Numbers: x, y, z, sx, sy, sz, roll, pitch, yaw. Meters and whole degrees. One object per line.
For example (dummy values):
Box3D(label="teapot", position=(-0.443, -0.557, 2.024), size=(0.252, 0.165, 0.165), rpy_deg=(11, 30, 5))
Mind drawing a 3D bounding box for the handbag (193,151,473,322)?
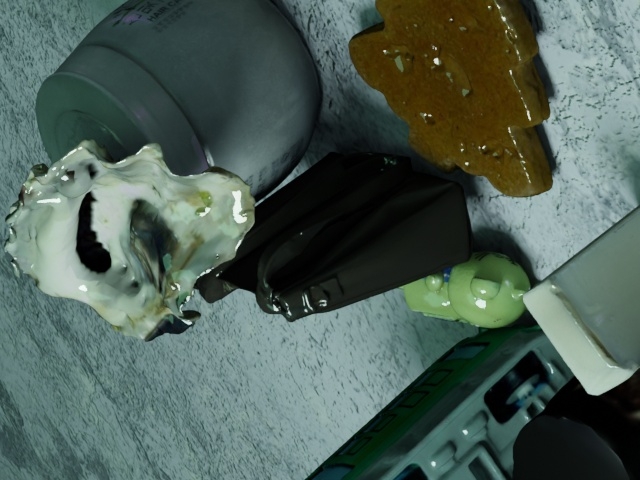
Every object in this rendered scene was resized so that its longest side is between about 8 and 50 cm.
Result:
Box3D(label="handbag", position=(0.000, -0.001, 2.035), size=(0.285, 0.257, 0.113), rpy_deg=(17, 132, 59))

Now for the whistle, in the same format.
Box3D(label="whistle", position=(0.148, 0.048, 2.063), size=(0.227, 0.105, 0.085), rpy_deg=(8, 85, 50))

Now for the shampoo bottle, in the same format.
Box3D(label="shampoo bottle", position=(-0.160, -0.147, 2.125), size=(0.273, 0.266, 0.273), rpy_deg=(32, 142, 30))

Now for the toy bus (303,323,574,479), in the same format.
Box3D(label="toy bus", position=(0.143, 0.244, 2.029), size=(0.183, 0.343, 0.199), rpy_deg=(56, 159, -15))

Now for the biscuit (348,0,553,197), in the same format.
Box3D(label="biscuit", position=(0.148, -0.180, 1.889), size=(0.278, 0.043, 0.301), rpy_deg=(44, 149, 20))

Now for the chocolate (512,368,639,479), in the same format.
Box3D(label="chocolate", position=(0.343, 0.261, 1.890), size=(0.225, 0.210, 0.340), rpy_deg=(30, 140, 46))

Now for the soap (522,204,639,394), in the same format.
Box3D(label="soap", position=(0.295, 0.049, 1.775), size=(0.121, 0.183, 0.064), rpy_deg=(54, 149, 4))

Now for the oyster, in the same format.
Box3D(label="oyster", position=(-0.213, 0.000, 2.009), size=(0.238, 0.115, 0.351), rpy_deg=(29, 149, 1))
